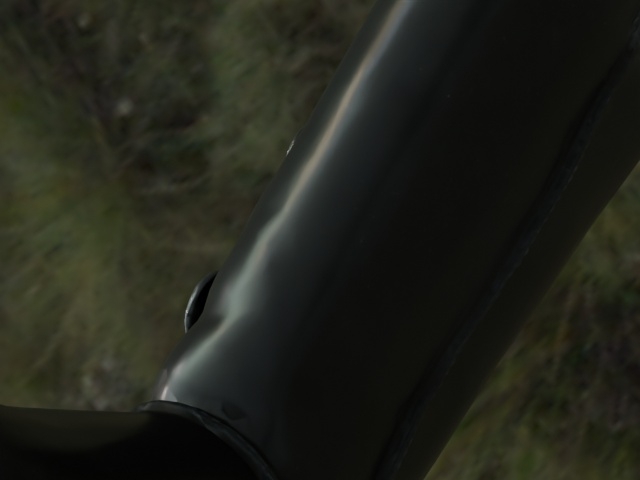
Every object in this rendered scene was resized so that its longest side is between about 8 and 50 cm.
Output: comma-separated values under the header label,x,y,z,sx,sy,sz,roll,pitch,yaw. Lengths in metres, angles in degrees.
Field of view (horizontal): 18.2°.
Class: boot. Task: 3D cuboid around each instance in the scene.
label,x,y,z,sx,sy,sz,roll,pitch,yaw
boot,0.000,0.001,0.835,0.146,0.445,0.367,31,165,22
